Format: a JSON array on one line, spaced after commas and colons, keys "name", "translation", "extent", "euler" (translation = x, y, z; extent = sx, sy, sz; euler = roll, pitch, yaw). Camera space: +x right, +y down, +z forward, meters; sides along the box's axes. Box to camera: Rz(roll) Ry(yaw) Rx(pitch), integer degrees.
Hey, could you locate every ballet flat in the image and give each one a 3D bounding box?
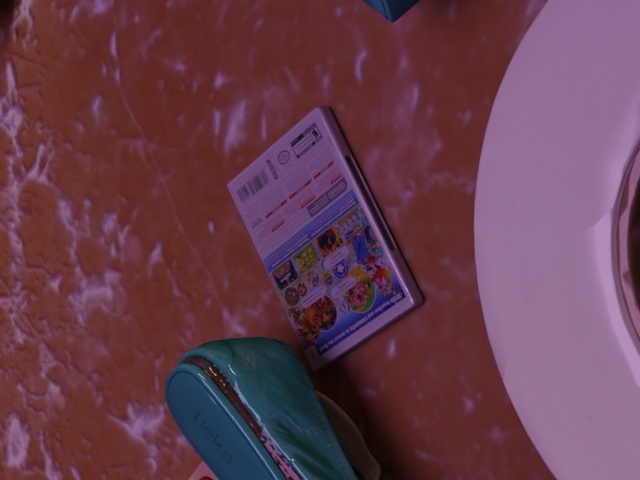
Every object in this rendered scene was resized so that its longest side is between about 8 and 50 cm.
[{"name": "ballet flat", "translation": [0.013, 0.150, 0.713], "extent": [0.247, 0.087, 0.083], "euler": [57, 141, 17]}]

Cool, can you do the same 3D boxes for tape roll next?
[{"name": "tape roll", "translation": [0.199, -0.003, 0.465], "extent": [0.246, 0.169, 0.246], "euler": [7, 100, 42]}]

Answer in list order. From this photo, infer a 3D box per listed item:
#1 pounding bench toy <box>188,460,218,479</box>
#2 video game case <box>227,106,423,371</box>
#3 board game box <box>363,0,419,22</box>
[{"name": "pounding bench toy", "translation": [-0.036, 0.164, 0.773], "extent": [0.083, 0.065, 0.052], "euler": [52, 126, 24]}, {"name": "video game case", "translation": [0.000, 0.000, 0.753], "extent": [0.087, 0.011, 0.122], "euler": [-37, 71, 39]}, {"name": "board game box", "translation": [-0.073, -0.285, 0.628], "extent": [0.079, 0.254, 0.336], "euler": [-41, 60, -10]}]
